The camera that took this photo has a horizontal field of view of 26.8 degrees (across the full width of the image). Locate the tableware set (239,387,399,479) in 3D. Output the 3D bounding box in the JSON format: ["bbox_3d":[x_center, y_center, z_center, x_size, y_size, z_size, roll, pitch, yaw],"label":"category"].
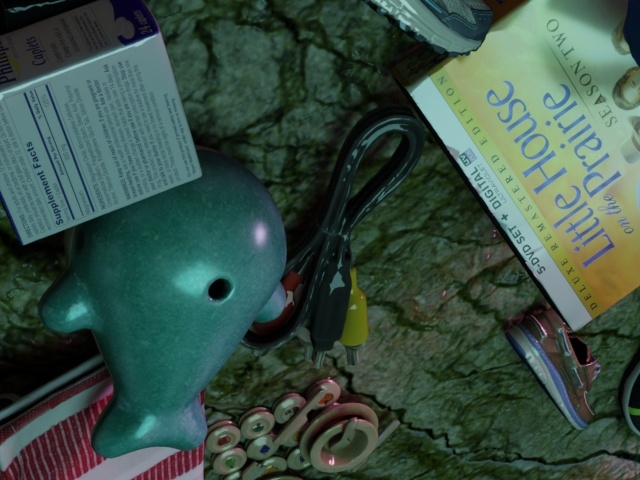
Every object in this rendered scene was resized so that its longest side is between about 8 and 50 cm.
[{"bbox_3d":[-0.010,0.246,1.380,0.128,0.039,0.194,27,111,-41],"label":"tableware set"}]

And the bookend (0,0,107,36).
[{"bbox_3d":[-0.223,-0.122,0.953,0.157,0.072,0.156,-14,131,-17],"label":"bookend"}]

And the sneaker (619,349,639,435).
[{"bbox_3d":[0.406,0.151,1.502,0.084,0.097,0.235,-9,130,-21],"label":"sneaker"}]

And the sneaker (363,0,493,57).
[{"bbox_3d":[0.053,-0.237,0.984,0.283,0.110,0.122,29,106,-41],"label":"sneaker"}]

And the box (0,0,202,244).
[{"bbox_3d":[-0.165,-0.084,0.913,0.137,0.072,0.126,-22,133,-10],"label":"box"}]

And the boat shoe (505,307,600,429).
[{"bbox_3d":[0.265,0.139,1.438,0.066,0.066,0.183,-37,135,2],"label":"boat shoe"}]

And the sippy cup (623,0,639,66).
[{"bbox_3d":[0.364,-0.182,1.022,0.224,0.306,0.240,15,138,-9],"label":"sippy cup"}]

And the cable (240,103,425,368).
[{"bbox_3d":[0.000,0.000,1.199,0.139,0.072,0.287,5,118,-16],"label":"cable"}]

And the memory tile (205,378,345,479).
[{"bbox_3d":[-0.041,0.202,1.364,0.148,0.012,0.113,-22,134,-11],"label":"memory tile"}]

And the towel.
[{"bbox_3d":[-0.196,0.235,1.239,0.237,0.037,0.329,-30,139,-35],"label":"towel"}]

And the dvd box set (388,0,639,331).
[{"bbox_3d":[0.310,-0.152,1.169,0.420,0.062,0.308,-36,118,3],"label":"dvd box set"}]

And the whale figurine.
[{"bbox_3d":[-0.116,0.062,1.084,0.216,0.141,0.272,1,108,-31],"label":"whale figurine"}]

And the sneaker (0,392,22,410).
[{"bbox_3d":[-0.325,0.237,1.193,0.216,0.079,0.121,-31,133,-3],"label":"sneaker"}]
